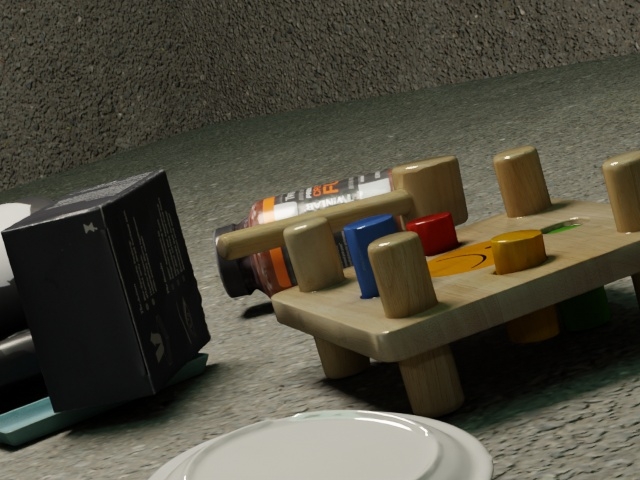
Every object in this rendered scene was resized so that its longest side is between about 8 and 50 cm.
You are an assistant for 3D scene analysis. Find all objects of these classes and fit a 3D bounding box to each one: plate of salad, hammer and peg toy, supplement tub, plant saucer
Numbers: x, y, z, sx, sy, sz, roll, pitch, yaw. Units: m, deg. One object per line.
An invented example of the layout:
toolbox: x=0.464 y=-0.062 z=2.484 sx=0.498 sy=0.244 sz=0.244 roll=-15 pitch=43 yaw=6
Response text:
plate of salad: x=-0.003 y=0.142 z=0.940 sx=0.199 sy=0.048 sz=0.200 roll=-6 pitch=16 yaw=2
hammer and peg toy: x=0.092 y=0.023 z=1.278 sx=0.266 sy=0.127 sz=0.361 roll=-19 pitch=10 yaw=-18
supplement tub: x=0.000 y=0.000 z=1.628 sx=0.198 sy=0.106 sz=0.106 roll=-13 pitch=9 yaw=6
plant saucer: x=-0.186 y=0.130 z=1.404 sx=0.192 sy=0.018 sz=0.067 roll=-19 pitch=10 yaw=-32

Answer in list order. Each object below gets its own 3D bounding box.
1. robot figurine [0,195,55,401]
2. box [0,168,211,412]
robot figurine: x=-0.301 y=0.058 z=1.522 sx=0.278 sy=0.174 sz=0.209 roll=-19 pitch=-8 yaw=-28
box: x=-0.171 y=0.038 z=1.383 sx=0.093 sy=0.156 sz=0.158 roll=-12 pitch=10 yaw=16
